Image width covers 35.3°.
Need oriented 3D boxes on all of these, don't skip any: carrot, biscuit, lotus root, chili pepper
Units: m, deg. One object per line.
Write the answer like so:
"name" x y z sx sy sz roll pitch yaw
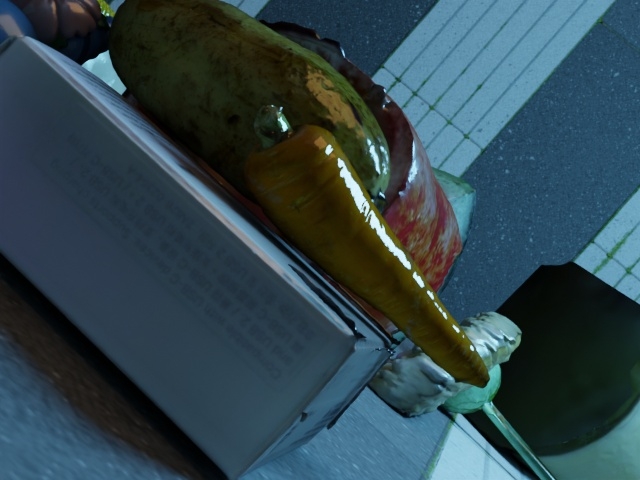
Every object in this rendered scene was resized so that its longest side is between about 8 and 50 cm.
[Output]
"carrot" 0.034 0.021 0.624 0.256 0.061 0.061 52 -2 -27
"biscuit" 0.162 0.149 1.231 0.084 0.179 0.281 63 14 8
"lotus root" -0.055 -0.098 0.691 0.258 0.110 0.097 37 -38 24
"chili pepper" -0.012 -0.031 0.870 0.305 0.252 0.229 35 45 -65

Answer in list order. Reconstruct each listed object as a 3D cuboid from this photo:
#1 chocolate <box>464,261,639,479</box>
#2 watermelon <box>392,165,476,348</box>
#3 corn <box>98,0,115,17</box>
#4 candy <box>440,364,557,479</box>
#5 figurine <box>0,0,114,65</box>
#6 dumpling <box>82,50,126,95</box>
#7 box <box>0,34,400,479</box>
"chocolate" 0.426 0.263 1.656 0.326 0.314 0.297 39 -8 48
"watermelon" 0.028 -0.027 1.263 0.283 0.250 0.292 37 -1 18
"corn" -0.417 -0.372 1.717 0.130 0.130 0.347 43 1 31
"candy" 0.289 0.300 1.400 0.440 0.119 0.119 52 7 24
"figurine" -0.224 -0.131 0.737 0.114 0.178 0.144 52 -40 -3
"dumpling" -0.273 -0.183 1.041 0.136 0.118 0.199 27 -31 25
"box" -0.081 0.013 0.597 0.252 0.106 0.203 43 3 10
